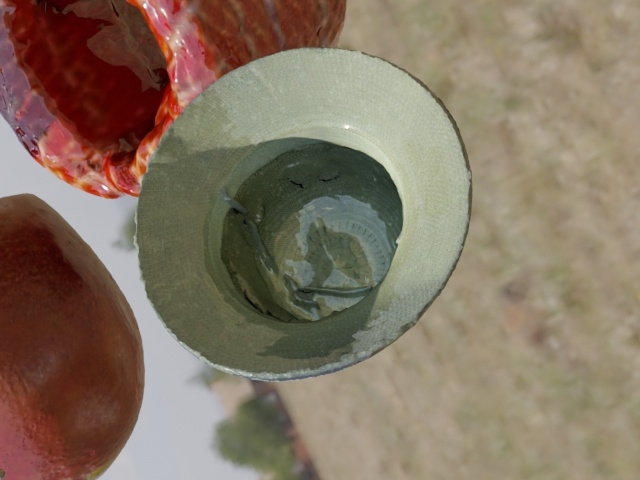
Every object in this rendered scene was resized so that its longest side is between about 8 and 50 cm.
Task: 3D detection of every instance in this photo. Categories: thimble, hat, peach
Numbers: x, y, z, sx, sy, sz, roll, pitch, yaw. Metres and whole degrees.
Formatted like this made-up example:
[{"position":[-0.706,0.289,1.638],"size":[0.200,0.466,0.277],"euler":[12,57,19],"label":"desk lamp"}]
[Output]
[{"position":[-0.164,-0.223,1.804],"size":[0.350,0.230,0.350],"euler":[22,134,24],"label":"thimble"},{"position":[0.000,0.000,1.375],"size":[0.257,0.257,0.130],"euler":[61,-177,28],"label":"hat"},{"position":[-0.335,0.114,1.949],"size":[0.308,0.307,0.332],"euler":[135,139,-85],"label":"peach"}]

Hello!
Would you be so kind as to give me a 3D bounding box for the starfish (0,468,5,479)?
[{"position":[-0.158,0.248,1.043],"size":[0.295,0.048,0.231],"euler":[29,-132,-43],"label":"starfish"}]
